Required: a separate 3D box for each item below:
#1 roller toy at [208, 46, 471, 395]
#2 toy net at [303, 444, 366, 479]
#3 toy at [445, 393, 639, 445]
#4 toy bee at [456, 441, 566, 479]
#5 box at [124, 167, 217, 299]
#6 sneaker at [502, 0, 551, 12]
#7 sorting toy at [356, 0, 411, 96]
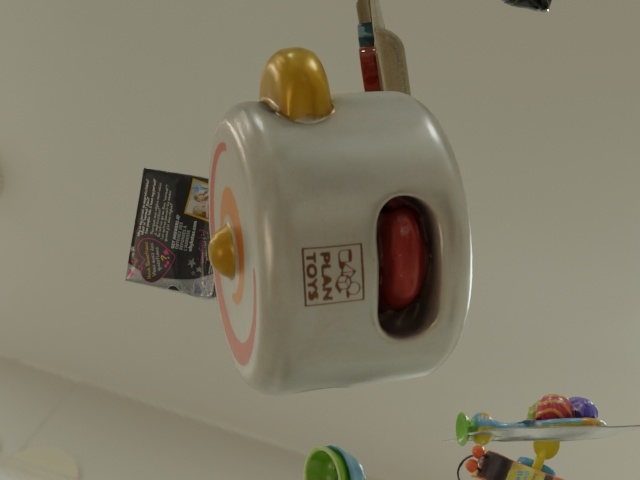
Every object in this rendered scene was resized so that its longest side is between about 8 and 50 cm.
[{"bbox_3d":[0.000,0.000,0.678,0.146,0.191,0.209,-6,-33,-16],"label":"roller toy"},{"bbox_3d":[0.044,0.296,0.940,0.045,0.232,0.122,4,-58,-34],"label":"toy net"},{"bbox_3d":[0.287,0.227,1.332,0.237,0.056,0.137,-2,-15,-14],"label":"toy"},{"bbox_3d":[0.319,0.413,1.756,0.298,0.195,0.162,-13,-38,34],"label":"toy bee"},{"bbox_3d":[-0.152,-0.003,1.480,0.142,0.247,0.163,10,-89,19],"label":"box"},{"bbox_3d":[0.292,-0.388,1.189,0.146,0.102,0.293,33,-53,2],"label":"sneaker"},{"bbox_3d":[0.074,-0.099,1.123,0.041,0.229,0.307,-10,-66,1],"label":"sorting toy"}]
